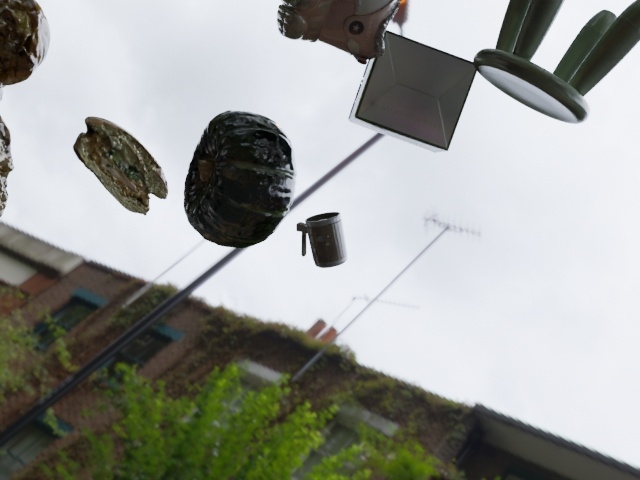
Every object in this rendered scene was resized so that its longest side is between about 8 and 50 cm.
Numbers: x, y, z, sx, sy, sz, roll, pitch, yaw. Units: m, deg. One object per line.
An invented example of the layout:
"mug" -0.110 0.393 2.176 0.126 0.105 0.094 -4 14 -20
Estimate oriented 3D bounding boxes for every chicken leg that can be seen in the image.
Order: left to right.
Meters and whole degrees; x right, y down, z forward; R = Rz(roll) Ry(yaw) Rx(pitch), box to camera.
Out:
"chicken leg" -0.745 -0.347 1.727 0.409 0.295 0.182 -16 -33 31

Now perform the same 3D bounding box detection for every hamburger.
"hamburger" -0.504 -0.205 2.051 0.283 0.144 0.156 53 -2 -34

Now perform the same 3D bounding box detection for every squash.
"squash" -0.148 -0.113 1.495 0.252 0.165 0.252 -17 -110 57

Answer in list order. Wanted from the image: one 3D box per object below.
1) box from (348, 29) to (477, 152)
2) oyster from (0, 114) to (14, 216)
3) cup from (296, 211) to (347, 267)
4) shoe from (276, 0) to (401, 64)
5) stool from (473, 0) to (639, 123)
"box" 0.177 -0.286 1.607 0.195 0.178 0.148 19 5 -5
"oyster" -0.611 -0.163 1.467 0.354 0.107 0.201 101 -18 -54
"cup" -0.001 0.002 1.638 0.102 0.074 0.099 -8 -78 14
"shoe" 0.076 -0.478 1.399 0.198 0.172 0.351 22 -67 -23
"stool" 0.363 -0.304 1.240 0.195 0.199 0.195 31 7 -8
